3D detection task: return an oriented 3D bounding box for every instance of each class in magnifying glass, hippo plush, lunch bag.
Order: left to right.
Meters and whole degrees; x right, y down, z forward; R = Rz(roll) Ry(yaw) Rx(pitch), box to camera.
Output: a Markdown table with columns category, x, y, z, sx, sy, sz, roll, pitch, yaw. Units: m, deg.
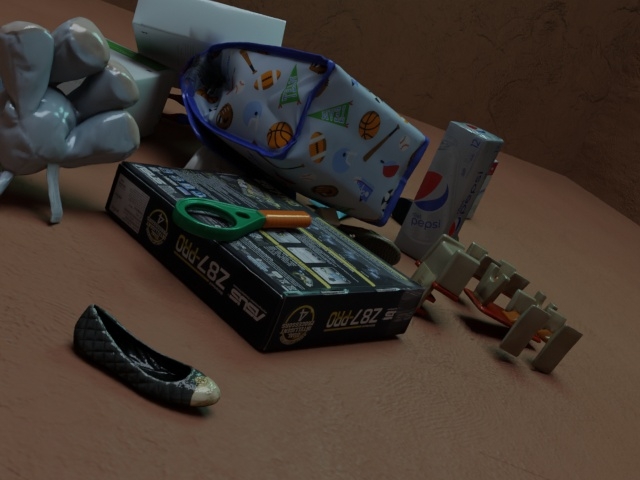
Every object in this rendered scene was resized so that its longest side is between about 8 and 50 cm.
| category | x | y | z | sx | sy | sz | roll | pitch | yaw |
| --- | --- | --- | --- | --- | --- | --- | --- | --- | --- |
| hippo plush | -0.419 | -0.177 | 1.236 | 0.234 | 0.294 | 0.237 | 11 | -2 | -44 |
| magnifying glass | -0.104 | -0.029 | 1.174 | 0.231 | 0.026 | 0.092 | -3 | 31 | -45 |
| lunch bag | -0.056 | -0.209 | 1.587 | 0.385 | 0.238 | 0.328 | 28 | -3 | 43 |

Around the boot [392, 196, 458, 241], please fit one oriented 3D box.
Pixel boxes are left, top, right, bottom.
| category | x | y | z | sx | sy | sz | roll | pitch | yaw |
| --- | --- | --- | --- | --- | --- | --- | --- | --- | --- |
| boot | 0.265 | -0.038 | 1.897 | 0.106 | 0.082 | 0.219 | 7 | 21 | -36 |

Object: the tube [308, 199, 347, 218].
| category | x | y | z | sx | sy | sz | roll | pitch | yaw |
| --- | --- | --- | --- | --- | --- | --- | --- | --- | --- |
| tube | 0.058 | -0.084 | 1.828 | 0.080 | 0.052 | 0.207 | 26 | 22 | 24 |

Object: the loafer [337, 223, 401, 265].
| category | x | y | z | sx | sy | sz | roll | pitch | yaw |
| --- | --- | --- | --- | --- | --- | --- | --- | --- | --- |
| loafer | 0.084 | 0.001 | 1.584 | 0.148 | 0.056 | 0.050 | 24 | 23 | 1 |

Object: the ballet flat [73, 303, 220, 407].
| category | x | y | z | sx | sy | sz | roll | pitch | yaw |
| --- | --- | --- | --- | --- | --- | --- | --- | --- | --- |
| ballet flat | -0.182 | 0.124 | 0.877 | 0.173 | 0.049 | 0.057 | 26 | 18 | 6 |

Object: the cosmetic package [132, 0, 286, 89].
| category | x | y | z | sx | sy | sz | roll | pitch | yaw |
| --- | --- | --- | --- | --- | --- | --- | --- | --- | --- |
| cosmetic package | -0.236 | -0.396 | 1.773 | 0.285 | 0.097 | 0.377 | 12 | -7 | -8 |

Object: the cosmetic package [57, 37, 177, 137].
| category | x | y | z | sx | sy | sz | roll | pitch | yaw |
| --- | --- | --- | --- | --- | --- | --- | --- | --- | --- |
| cosmetic package | -0.431 | -0.278 | 1.580 | 0.197 | 0.155 | 0.365 | 25 | 16 | 0 |

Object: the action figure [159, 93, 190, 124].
| category | x | y | z | sx | sy | sz | roll | pitch | yaw |
| --- | --- | --- | --- | --- | --- | --- | --- | --- | --- |
| action figure | -0.232 | -0.272 | 1.934 | 0.280 | 0.091 | 0.139 | 7 | 17 | -40 |

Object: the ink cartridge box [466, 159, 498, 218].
| category | x | y | z | sx | sy | sz | roll | pitch | yaw |
| --- | --- | --- | --- | --- | --- | --- | --- | --- | --- |
| ink cartridge box | 0.378 | -0.161 | 2.257 | 0.127 | 0.175 | 0.072 | 33 | 22 | 28 |

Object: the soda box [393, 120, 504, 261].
| category | x | y | z | sx | sy | sz | roll | pitch | yaw |
| --- | --- | --- | --- | --- | --- | --- | --- | --- | --- |
| soda box | 0.258 | -0.095 | 1.707 | 0.091 | 0.286 | 0.098 | 32 | 20 | 25 |

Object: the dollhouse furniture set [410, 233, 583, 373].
| category | x | y | z | sx | sy | sz | roll | pitch | yaw |
| --- | --- | --- | --- | --- | --- | --- | --- | --- | --- |
| dollhouse furniture set | 0.281 | 0.109 | 1.468 | 0.259 | 0.135 | 0.262 | 29 | 14 | -23 |

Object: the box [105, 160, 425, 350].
| category | x | y | z | sx | sy | sz | roll | pitch | yaw |
| --- | --- | --- | --- | --- | --- | --- | --- | --- | --- |
| box | -0.086 | 0.012 | 1.266 | 0.395 | 0.097 | 0.318 | 35 | 23 | 35 |

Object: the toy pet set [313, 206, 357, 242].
| category | x | y | z | sx | sy | sz | roll | pitch | yaw |
| --- | --- | --- | --- | --- | --- | --- | --- | --- | --- |
| toy pet set | 0.000 | 0.000 | 1.514 | 0.122 | 0.065 | 0.114 | 5 | 60 | -40 |

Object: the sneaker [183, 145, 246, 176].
| category | x | y | z | sx | sy | sz | roll | pitch | yaw |
| --- | --- | --- | --- | --- | --- | --- | --- | --- | --- |
| sneaker | -0.185 | -0.130 | 1.609 | 0.094 | 0.080 | 0.212 | 42 | 20 | 10 |
